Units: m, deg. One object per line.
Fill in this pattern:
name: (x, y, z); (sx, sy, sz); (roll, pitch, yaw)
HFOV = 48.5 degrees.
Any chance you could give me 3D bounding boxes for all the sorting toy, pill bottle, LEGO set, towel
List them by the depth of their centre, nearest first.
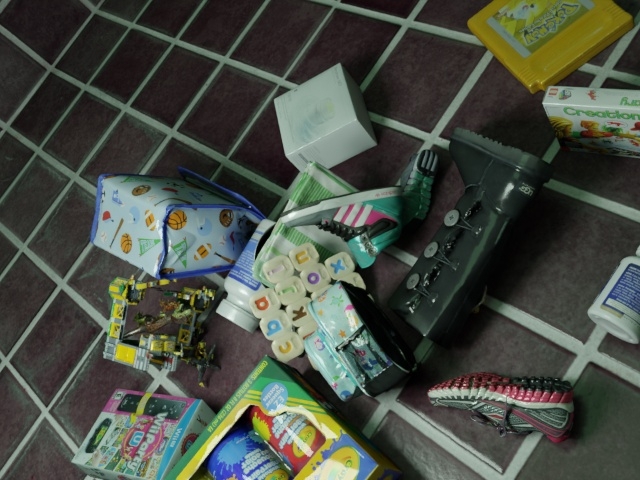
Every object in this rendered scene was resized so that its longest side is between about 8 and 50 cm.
pill bottle: (0.615, 0.095, 1.375); (0.112, 0.112, 0.186); (32, 84, 39)
sorting toy: (0.342, 0.123, 1.548); (0.045, 0.075, 0.083); (22, 76, -1)
towel: (0.000, 0.000, 1.738); (0.324, 0.248, 0.038); (-64, 22, -13)
LEGO set: (-0.367, 0.216, 1.769); (0.192, 0.331, 0.254); (7, 77, 39)
pill bottle: (-0.152, 0.094, 1.828); (0.152, 0.152, 0.272); (24, 79, 38)

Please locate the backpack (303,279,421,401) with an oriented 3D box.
backpack: (0.075, 0.216, 1.542); (0.191, 0.225, 0.253); (-33, 78, 8)

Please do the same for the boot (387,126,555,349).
boot: (0.299, -0.018, 1.616); (0.445, 0.146, 0.367); (-64, 17, 9)

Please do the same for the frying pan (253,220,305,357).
frying pan: (-0.047, 0.102, 1.761); (0.197, 0.326, 0.053); (-29, 15, -20)

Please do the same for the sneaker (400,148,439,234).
sneaker: (0.227, -0.117, 1.776); (0.223, 0.083, 0.098); (-67, 19, -5)

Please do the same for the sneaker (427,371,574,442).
sneaker: (0.349, 0.331, 1.415); (0.299, 0.121, 0.111); (-2, 94, 40)

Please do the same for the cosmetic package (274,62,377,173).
cosmetic package: (0.011, -0.331, 1.971); (0.225, 0.138, 0.224); (-25, 54, 17)

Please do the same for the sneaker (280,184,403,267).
sneaker: (0.063, -0.018, 1.670); (0.296, 0.124, 0.178); (-12, 91, -8)

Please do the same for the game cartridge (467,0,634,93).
game cartridge: (0.570, -0.548, 1.797); (0.285, 0.053, 0.323); (-37, 50, 10)

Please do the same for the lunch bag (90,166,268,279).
lunch bag: (-0.353, -0.055, 1.898); (0.328, 0.386, 0.238); (24, 107, 39)

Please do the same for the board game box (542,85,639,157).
board game box: (0.642, -0.244, 1.493); (0.305, 0.193, 0.053); (12, 72, 36)

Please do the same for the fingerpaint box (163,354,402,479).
fingerpaint box: (-0.112, 0.540, 1.532); (0.371, 0.163, 0.444); (39, 88, 35)

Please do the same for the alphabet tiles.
alphabet tiles: (-0.015, 0.153, 1.663); (0.278, 0.021, 0.284); (-27, 86, -23)

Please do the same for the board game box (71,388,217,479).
board game box: (-0.437, 0.498, 1.779); (0.304, 0.097, 0.224); (0, 47, 31)
